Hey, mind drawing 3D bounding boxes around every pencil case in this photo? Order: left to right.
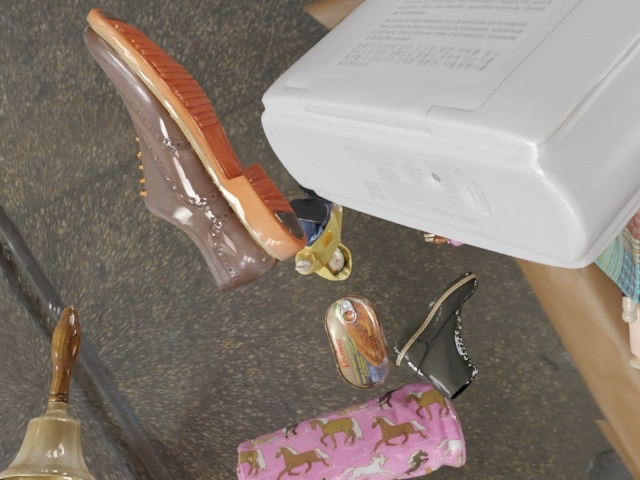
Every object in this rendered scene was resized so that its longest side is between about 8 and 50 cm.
[{"bbox_3d":[0.054,0.358,1.388,0.386,0.167,0.160,-20,77,-3],"label":"pencil case"}]

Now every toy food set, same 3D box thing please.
[{"bbox_3d":[0.187,-0.014,1.123,0.078,0.122,0.019,-31,112,-37],"label":"toy food set"}]

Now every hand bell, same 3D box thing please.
[{"bbox_3d":[-0.354,0.206,1.118,0.126,0.126,0.241,7,63,-17],"label":"hand bell"}]

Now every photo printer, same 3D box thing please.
[{"bbox_3d":[0.143,-0.136,0.538,0.307,0.256,0.107,-46,127,-21],"label":"photo printer"}]

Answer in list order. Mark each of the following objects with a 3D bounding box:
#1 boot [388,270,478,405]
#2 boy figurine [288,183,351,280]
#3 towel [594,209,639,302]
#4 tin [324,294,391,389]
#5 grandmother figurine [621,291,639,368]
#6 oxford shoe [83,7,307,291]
[{"bbox_3d":[0.226,0.160,1.356,0.137,0.077,0.198,39,84,24],"label":"boot"},{"bbox_3d":[0.000,0.000,1.649,0.092,0.285,0.177,18,61,20],"label":"boy figurine"},{"bbox_3d":[0.406,-0.099,1.258,0.040,0.370,0.271,-10,113,-2],"label":"towel"},{"bbox_3d":[0.074,0.199,1.635,0.106,0.040,0.189,-15,96,13],"label":"tin"},{"bbox_3d":[0.627,0.076,1.620,0.207,0.104,0.342,-62,139,-55],"label":"grandmother figurine"},{"bbox_3d":[-0.174,-0.102,0.959,0.133,0.130,0.363,-37,90,14],"label":"oxford shoe"}]
